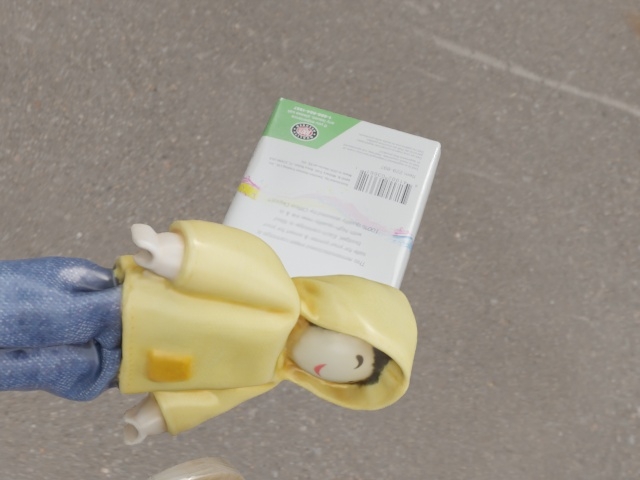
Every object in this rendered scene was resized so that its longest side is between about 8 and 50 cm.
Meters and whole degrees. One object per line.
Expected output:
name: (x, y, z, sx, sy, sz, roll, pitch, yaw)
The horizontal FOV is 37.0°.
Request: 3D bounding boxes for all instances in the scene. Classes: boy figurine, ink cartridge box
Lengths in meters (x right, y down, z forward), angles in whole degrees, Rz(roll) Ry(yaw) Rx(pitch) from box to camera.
boy figurine: (-0.080, 0.063, 0.566, 0.285, 0.177, 0.092, 4, 41, -19)
ink cartridge box: (0.000, 0.000, 0.820, 0.154, 0.093, 0.212, 17, 57, 6)

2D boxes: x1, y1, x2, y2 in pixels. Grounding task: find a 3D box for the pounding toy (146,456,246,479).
pounding toy: (-0.066, 0.240, 0.561, 0.269, 0.154, 0.155, -38, 59, -10)
